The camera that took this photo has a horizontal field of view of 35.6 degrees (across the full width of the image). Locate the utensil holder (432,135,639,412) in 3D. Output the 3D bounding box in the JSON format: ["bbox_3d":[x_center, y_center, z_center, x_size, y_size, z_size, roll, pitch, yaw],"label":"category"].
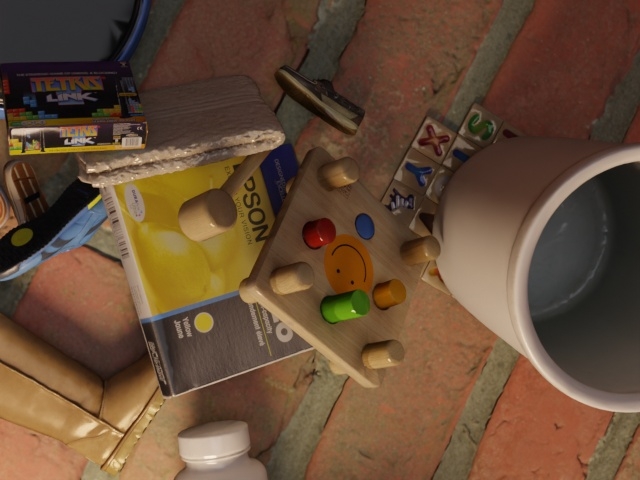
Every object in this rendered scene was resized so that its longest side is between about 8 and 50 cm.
[{"bbox_3d":[0.348,0.016,1.363,0.327,0.385,0.328,-2,100,-11],"label":"utensil holder"}]

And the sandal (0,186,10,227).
[{"bbox_3d":[-0.528,-0.117,1.349,0.265,0.076,0.102,43,81,-10],"label":"sandal"}]

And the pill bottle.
[{"bbox_3d":[-0.136,0.386,1.409,0.136,0.136,0.246,-8,92,-13],"label":"pill bottle"}]

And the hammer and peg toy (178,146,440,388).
[{"bbox_3d":[0.000,0.000,1.367,0.361,0.127,0.266,42,53,-26],"label":"hammer and peg toy"}]

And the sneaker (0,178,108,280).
[{"bbox_3d":[-0.364,-0.002,1.375,0.069,0.082,0.209,31,61,32],"label":"sneaker"}]

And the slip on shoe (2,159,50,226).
[{"bbox_3d":[-0.412,-0.048,1.397,0.051,0.041,0.135,-33,117,-36],"label":"slip on shoe"}]

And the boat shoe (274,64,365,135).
[{"bbox_3d":[0.000,-0.217,1.487,0.152,0.056,0.049,36,77,-20],"label":"boat shoe"}]

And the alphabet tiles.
[{"bbox_3d":[0.270,-0.037,1.568,0.342,0.011,0.285,30,83,-11],"label":"alphabet tiles"}]

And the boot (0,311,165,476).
[{"bbox_3d":[-0.346,0.174,1.387,0.269,0.089,0.236,32,83,-10],"label":"boot"}]

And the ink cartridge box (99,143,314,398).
[{"bbox_3d":[-0.119,0.030,1.402,0.307,0.072,0.304,-17,89,-25],"label":"ink cartridge box"}]

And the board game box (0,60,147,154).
[{"bbox_3d":[-0.320,-0.174,1.287,0.170,0.048,0.141,-5,46,-20],"label":"board game box"}]

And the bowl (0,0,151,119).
[{"bbox_3d":[-0.416,-0.356,1.338,0.391,0.077,0.391,-3,100,-19],"label":"bowl"}]

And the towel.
[{"bbox_3d":[-0.203,-0.154,1.373,0.282,0.187,0.049,-13,128,-14],"label":"towel"}]
